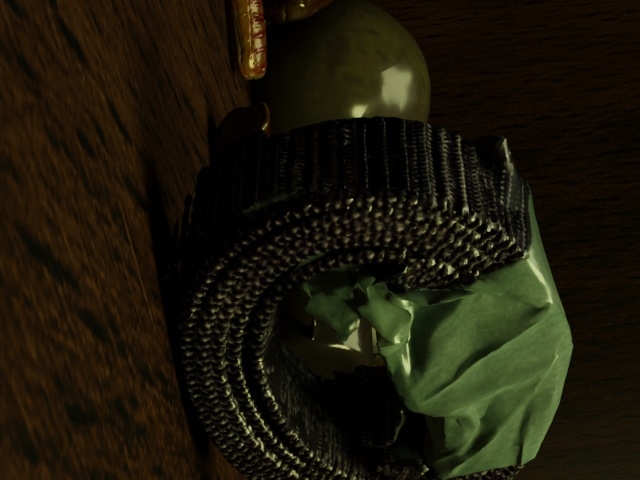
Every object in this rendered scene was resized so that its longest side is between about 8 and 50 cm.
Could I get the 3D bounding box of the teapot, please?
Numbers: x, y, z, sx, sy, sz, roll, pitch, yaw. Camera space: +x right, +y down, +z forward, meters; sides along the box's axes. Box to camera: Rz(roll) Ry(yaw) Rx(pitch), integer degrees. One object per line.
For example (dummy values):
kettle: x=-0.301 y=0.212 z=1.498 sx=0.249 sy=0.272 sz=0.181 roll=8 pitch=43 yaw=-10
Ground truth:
teapot: x=-0.052 y=-0.067 z=1.300 sx=0.129 sy=0.078 sz=0.098 roll=82 pitch=4 yaw=-49

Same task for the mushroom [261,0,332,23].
mushroom: x=-0.048 y=-0.387 z=1.706 sx=0.227 sy=0.148 sz=0.217 roll=-100 pitch=166 yaw=-54

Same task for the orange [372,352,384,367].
orange: x=0.125 y=0.275 z=2.033 sx=0.271 sy=0.210 sz=0.368 roll=52 pitch=0 yaw=31

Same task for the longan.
longan: x=0.020 y=-0.188 z=1.787 sx=0.246 sy=0.215 sz=0.246 roll=42 pitch=-3 yaw=2

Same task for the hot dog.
hot dog: x=-0.076 y=-0.237 z=1.516 sx=0.062 sy=0.038 sz=0.144 roll=-41 pitch=126 yaw=-86

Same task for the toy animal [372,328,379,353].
toy animal: x=0.052 y=0.032 z=2.065 sx=0.247 sy=0.183 sz=0.310 roll=45 pitch=-27 yaw=36

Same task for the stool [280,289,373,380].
stool: x=-0.020 y=0.087 z=1.326 sx=0.217 sy=0.125 sz=0.121 roll=100 pitch=-14 yaw=-62

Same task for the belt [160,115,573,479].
belt: x=0.037 y=0.066 z=1.011 sx=0.122 sy=0.260 sz=0.324 roll=-93 pitch=167 yaw=-52
